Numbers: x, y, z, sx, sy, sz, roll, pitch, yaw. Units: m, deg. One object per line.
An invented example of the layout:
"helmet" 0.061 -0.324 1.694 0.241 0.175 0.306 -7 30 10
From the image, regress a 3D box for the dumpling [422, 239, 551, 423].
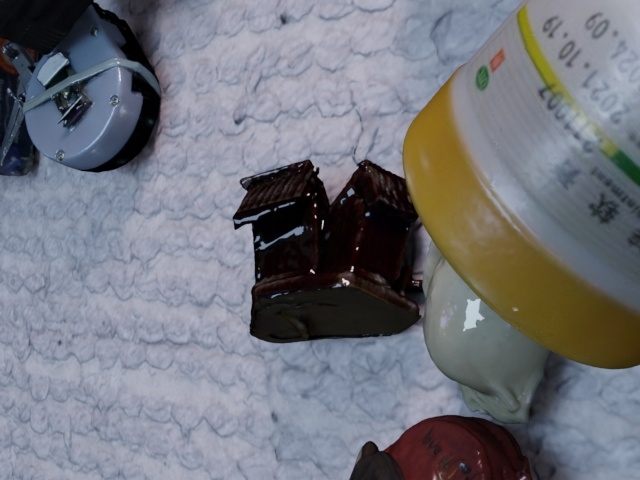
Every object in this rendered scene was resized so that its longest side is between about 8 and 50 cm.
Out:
"dumpling" 0.131 0.052 0.885 0.155 0.111 0.181 6 78 59

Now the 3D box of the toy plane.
"toy plane" -0.387 -0.209 1.476 0.226 0.058 0.226 -45 68 9

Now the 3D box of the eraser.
"eraser" -0.496 -0.260 1.603 0.155 0.102 0.332 7 93 49

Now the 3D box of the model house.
"model house" 0.009 0.004 1.034 0.203 0.141 0.164 -5 62 28

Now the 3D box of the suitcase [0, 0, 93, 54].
"suitcase" -0.330 -0.425 1.310 0.230 0.152 0.335 -35 42 42

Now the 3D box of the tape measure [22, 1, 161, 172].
"tape measure" -0.292 -0.180 1.347 0.182 0.107 0.181 -48 59 15

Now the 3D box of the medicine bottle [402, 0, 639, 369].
"medicine bottle" 0.211 -0.072 0.697 0.232 0.238 0.238 -49 55 36

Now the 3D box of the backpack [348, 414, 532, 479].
"backpack" 0.107 0.252 0.890 0.229 0.139 0.229 -37 47 53
